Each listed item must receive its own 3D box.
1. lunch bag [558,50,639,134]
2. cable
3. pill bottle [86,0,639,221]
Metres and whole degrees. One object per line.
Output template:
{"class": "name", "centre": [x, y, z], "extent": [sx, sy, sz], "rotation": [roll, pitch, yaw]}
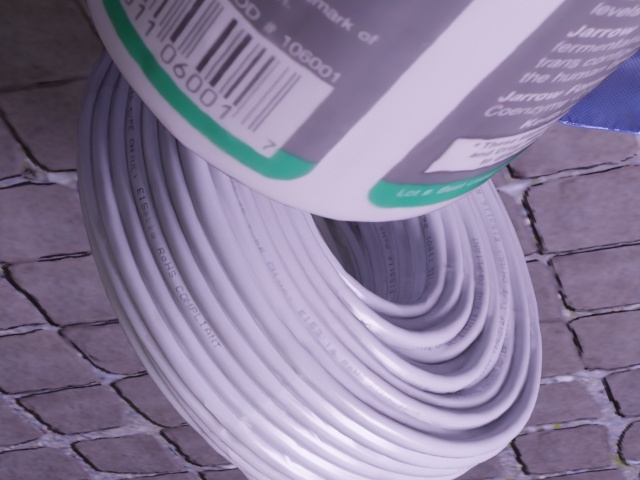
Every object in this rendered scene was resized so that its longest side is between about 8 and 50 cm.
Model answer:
{"class": "lunch bag", "centre": [0.154, -0.095, 0.775], "extent": [0.098, 0.065, 0.067], "rotation": [9, 132, -10]}
{"class": "cable", "centre": [0.000, 0.000, 0.755], "extent": [0.089, 0.257, 0.257], "rotation": [-29, 123, 32]}
{"class": "pill bottle", "centre": [0.076, -0.172, 0.518], "extent": [0.204, 0.204, 0.361], "rotation": [17, 145, -23]}
